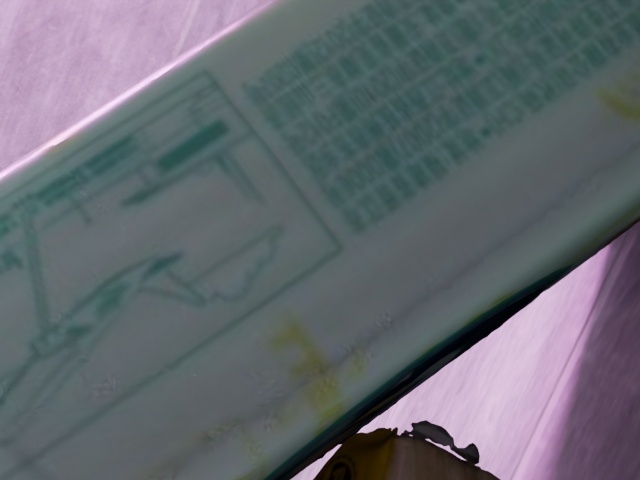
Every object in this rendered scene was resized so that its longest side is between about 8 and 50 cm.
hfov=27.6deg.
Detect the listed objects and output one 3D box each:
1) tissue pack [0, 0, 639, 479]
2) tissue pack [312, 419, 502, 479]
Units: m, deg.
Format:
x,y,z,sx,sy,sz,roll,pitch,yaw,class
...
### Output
x,y,z,sx,sy,sz,roll,pitch,yaw,class
0.000,0.000,0.586,0.388,0.162,0.287,-34,-7,-13,tissue pack
0.013,0.236,0.510,0.192,0.134,0.271,120,171,-52,tissue pack
